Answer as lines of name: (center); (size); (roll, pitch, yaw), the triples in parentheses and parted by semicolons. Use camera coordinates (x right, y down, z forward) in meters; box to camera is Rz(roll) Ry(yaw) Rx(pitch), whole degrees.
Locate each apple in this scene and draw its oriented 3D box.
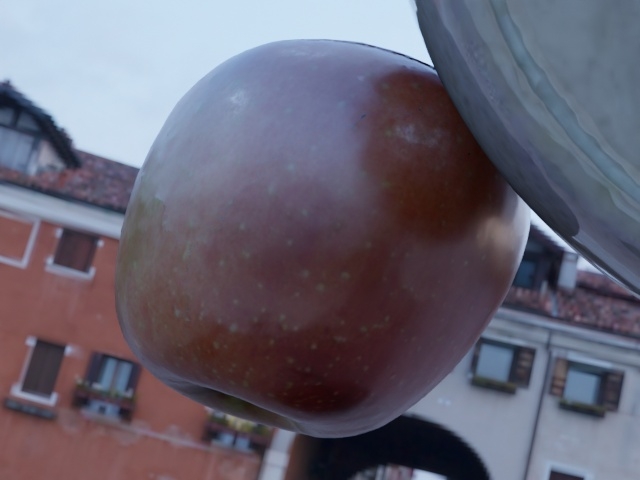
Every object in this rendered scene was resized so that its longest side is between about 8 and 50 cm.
apple: (0.000, 0.000, 0.566); (0.181, 0.168, 0.181); (22, -15, 6)

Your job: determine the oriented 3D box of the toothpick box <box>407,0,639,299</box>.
toothpick box: (0.250, -0.159, 0.471); (0.409, 0.408, 0.425); (6, 22, 28)
